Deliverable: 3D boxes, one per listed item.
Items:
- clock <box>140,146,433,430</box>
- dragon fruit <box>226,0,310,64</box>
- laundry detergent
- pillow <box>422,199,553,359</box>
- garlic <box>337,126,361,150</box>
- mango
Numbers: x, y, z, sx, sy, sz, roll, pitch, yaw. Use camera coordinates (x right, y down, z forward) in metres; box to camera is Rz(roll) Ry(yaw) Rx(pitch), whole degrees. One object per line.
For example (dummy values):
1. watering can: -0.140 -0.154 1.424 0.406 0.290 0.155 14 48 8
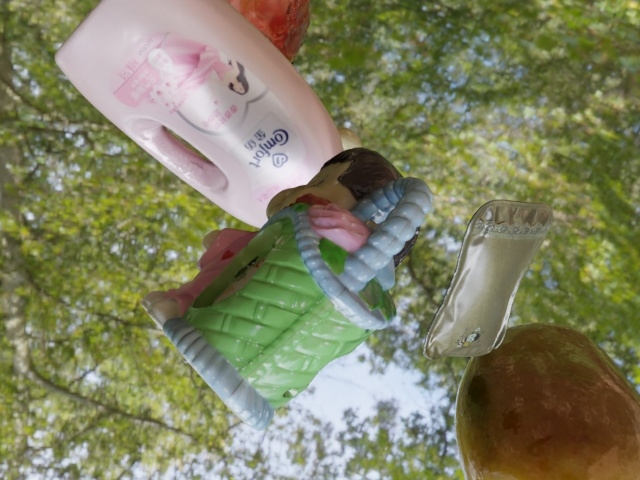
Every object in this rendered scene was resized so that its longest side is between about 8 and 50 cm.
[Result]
1. clock: -0.010 0.019 0.545 0.100 0.195 0.194 50 167 -14
2. dragon fruit: -0.150 -0.329 1.174 0.295 0.302 0.295 37 -176 -3
3. laundry detergent: -0.063 -0.088 0.732 0.335 0.159 0.088 43 -144 -21
4. pillow: 0.193 0.050 0.977 0.130 0.218 0.033 3 -152 -33
5. garlic: 0.032 -0.131 1.183 0.053 0.083 0.041 -26 -117 -15
6. mango: 0.356 0.275 1.269 0.300 0.232 0.446 8 -150 8
